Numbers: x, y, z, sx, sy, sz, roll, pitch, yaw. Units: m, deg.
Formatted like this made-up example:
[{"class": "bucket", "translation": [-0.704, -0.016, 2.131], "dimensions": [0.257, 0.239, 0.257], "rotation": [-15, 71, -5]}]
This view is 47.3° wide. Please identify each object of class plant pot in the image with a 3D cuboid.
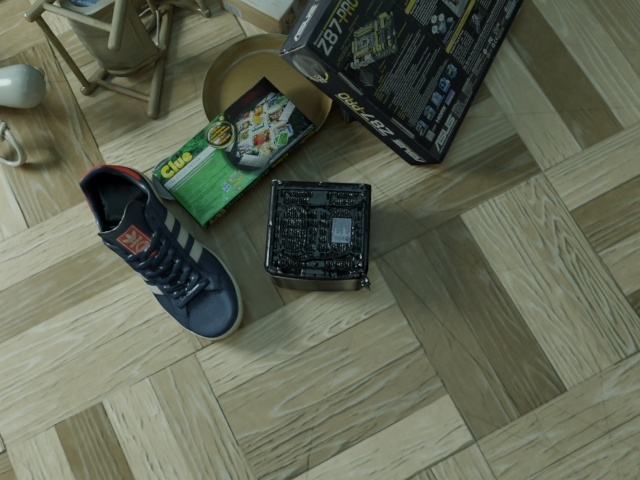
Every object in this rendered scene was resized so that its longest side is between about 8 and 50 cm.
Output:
[{"class": "plant pot", "translation": [-0.094, -0.260, 1.309], "dimensions": [0.236, 0.032, 0.236], "rotation": [0, 74, 2]}]

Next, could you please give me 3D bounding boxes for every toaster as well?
[{"class": "toaster", "translation": [0.000, 0.000, 1.186], "dimensions": [0.168, 0.110, 0.185], "rotation": [2, 73, 4]}]

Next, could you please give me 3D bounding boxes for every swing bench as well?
[{"class": "swing bench", "translation": [-0.326, -0.389, 1.243], "dimensions": [0.165, 0.253, 0.254], "rotation": [21, 75, 8]}]

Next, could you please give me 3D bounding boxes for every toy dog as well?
[{"class": "toy dog", "translation": [-0.614, -0.295, 1.281], "dimensions": [0.334, 0.220, 0.161], "rotation": [24, 44, 2]}]

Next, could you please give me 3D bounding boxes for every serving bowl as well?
[{"class": "serving bowl", "translation": [-0.250, -0.106, 1.272], "dimensions": [0.083, 0.027, 0.083], "rotation": [-1, 74, 3]}]

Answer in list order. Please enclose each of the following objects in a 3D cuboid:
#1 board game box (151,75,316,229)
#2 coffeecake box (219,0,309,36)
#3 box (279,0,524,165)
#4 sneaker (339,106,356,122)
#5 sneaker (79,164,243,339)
[{"class": "board game box", "translation": [-0.146, -0.151, 1.249], "dimensions": [0.260, 0.030, 0.136], "rotation": [-42, 79, -8]}, {"class": "coffeecake box", "translation": [-0.082, -0.489, 1.358], "dimensions": [0.142, 0.068, 0.185], "rotation": [31, 77, 12]}, {"class": "box", "translation": [0.157, -0.372, 1.213], "dimensions": [0.318, 0.097, 0.395], "rotation": [35, 76, -29]}, {"class": "sneaker", "translation": [0.087, -0.365, 1.285], "dimensions": [0.146, 0.122, 0.330], "rotation": [-1, 74, 4]}, {"class": "sneaker", "translation": [-0.264, 0.017, 1.160], "dimensions": [0.131, 0.148, 0.350], "rotation": [-44, 77, 3]}]
